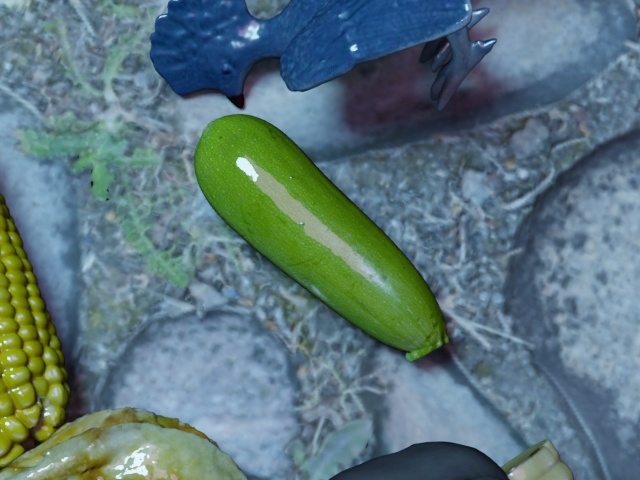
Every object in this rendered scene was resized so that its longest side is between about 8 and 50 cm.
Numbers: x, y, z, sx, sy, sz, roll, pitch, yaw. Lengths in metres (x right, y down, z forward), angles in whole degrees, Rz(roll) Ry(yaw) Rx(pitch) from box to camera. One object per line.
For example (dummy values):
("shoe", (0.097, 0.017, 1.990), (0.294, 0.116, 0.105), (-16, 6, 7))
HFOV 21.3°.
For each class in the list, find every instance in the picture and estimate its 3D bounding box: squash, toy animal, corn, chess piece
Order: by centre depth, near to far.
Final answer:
("corn", (-0.223, 0.009, 1.012), (0.101, 0.101, 0.310), (-17, 78, -9))
("chess piece", (0.143, 0.186, 1.019), (0.066, 0.066, 0.122), (-33, 86, -12))
("toy animal", (0.025, -0.153, 1.048), (0.176, 0.239, 0.255), (29, 118, -24))
("squash", (0.000, 0.000, 1.054), (0.201, 0.066, 0.066), (44, 76, 1))

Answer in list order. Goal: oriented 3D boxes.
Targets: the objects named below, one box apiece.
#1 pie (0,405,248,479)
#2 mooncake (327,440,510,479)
("pie", (-0.107, 0.199, 0.969), (0.179, 0.084, 0.205), (-21, 93, -17))
("mooncake", (0.071, 0.232, 0.914), (0.133, 0.245, 0.245), (-18, 78, -11))
